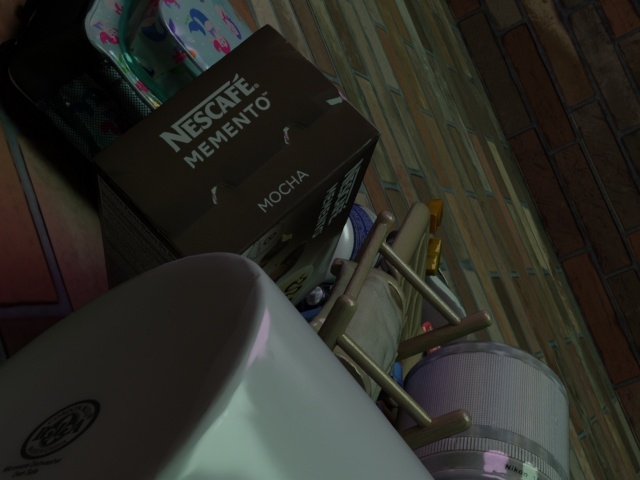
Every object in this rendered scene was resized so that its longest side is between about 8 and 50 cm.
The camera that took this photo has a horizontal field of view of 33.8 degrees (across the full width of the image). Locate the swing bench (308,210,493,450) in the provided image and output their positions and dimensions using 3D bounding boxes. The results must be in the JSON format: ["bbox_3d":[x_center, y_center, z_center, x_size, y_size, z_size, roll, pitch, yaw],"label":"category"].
[{"bbox_3d":[0.014,0.141,1.022,0.165,0.254,0.253,45,21,-5],"label":"swing bench"}]

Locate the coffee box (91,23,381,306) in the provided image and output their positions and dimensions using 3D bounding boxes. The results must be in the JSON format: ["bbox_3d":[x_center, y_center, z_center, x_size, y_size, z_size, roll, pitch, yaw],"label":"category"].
[{"bbox_3d":[-0.073,-0.008,0.830,0.119,0.168,0.297,45,-22,11],"label":"coffee box"}]

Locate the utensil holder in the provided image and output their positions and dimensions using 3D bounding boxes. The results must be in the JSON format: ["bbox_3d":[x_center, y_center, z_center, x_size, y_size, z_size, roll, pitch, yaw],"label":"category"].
[{"bbox_3d":[-0.046,0.245,0.623,0.385,0.327,0.327,55,23,-20],"label":"utensil holder"}]

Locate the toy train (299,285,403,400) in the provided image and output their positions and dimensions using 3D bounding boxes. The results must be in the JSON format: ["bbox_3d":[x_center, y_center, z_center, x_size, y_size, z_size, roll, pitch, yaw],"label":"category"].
[{"bbox_3d":[0.038,0.127,1.311,0.184,0.080,0.105,44,35,-45],"label":"toy train"}]

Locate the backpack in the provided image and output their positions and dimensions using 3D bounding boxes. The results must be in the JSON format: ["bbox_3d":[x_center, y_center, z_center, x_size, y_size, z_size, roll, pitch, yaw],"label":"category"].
[{"bbox_3d":[-0.152,-0.144,1.021,0.253,0.191,0.225,57,20,-34],"label":"backpack"}]

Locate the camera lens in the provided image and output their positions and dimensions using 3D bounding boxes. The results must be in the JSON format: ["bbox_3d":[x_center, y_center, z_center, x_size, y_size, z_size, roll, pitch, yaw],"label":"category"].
[{"bbox_3d":[0.194,0.276,1.292,0.219,0.219,0.274,54,30,-27],"label":"camera lens"}]

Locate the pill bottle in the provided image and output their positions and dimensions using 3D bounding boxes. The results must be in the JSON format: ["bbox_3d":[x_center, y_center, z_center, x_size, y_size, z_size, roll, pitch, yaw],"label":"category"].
[{"bbox_3d":[0.000,0.000,1.310,0.186,0.112,0.112,8,59,-67],"label":"pill bottle"}]

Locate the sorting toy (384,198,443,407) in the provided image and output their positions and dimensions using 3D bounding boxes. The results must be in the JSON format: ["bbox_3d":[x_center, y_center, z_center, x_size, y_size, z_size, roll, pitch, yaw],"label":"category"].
[{"bbox_3d":[0.128,0.066,1.520,0.307,0.041,0.229,-56,148,-60],"label":"sorting toy"}]

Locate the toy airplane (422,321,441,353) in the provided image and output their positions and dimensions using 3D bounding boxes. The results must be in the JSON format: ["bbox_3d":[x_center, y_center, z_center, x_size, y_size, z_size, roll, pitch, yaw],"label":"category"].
[{"bbox_3d":[0.178,0.201,1.634,0.151,0.028,0.151,50,24,-32],"label":"toy airplane"}]

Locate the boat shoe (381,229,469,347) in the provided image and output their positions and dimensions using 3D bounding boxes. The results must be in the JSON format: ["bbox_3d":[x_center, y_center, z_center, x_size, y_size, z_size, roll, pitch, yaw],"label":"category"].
[{"bbox_3d":[0.174,0.077,1.696,0.219,0.078,0.070,56,23,-18],"label":"boat shoe"}]
